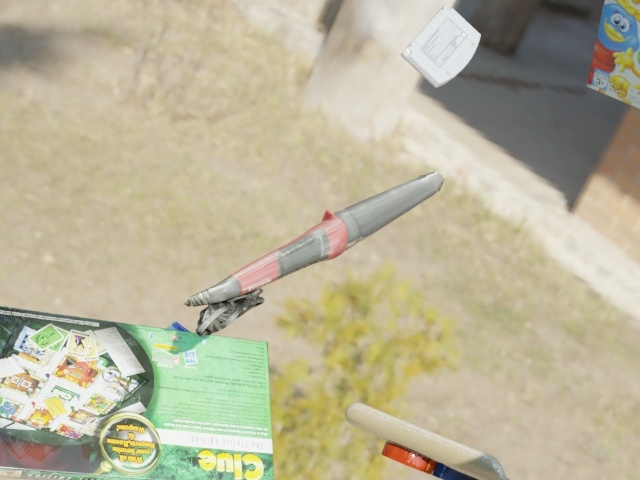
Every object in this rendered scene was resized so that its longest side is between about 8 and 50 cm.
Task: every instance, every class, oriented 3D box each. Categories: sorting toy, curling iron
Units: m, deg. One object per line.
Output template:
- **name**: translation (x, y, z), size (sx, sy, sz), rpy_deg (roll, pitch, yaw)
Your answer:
- **sorting toy**: translation (0.192, 0.270, 1.622), size (0.307, 0.041, 0.229), rpy_deg (18, -12, 38)
- **curling iron**: translation (0.000, 0.000, 1.129), size (0.274, 0.068, 0.035), rpy_deg (-32, 91, -37)

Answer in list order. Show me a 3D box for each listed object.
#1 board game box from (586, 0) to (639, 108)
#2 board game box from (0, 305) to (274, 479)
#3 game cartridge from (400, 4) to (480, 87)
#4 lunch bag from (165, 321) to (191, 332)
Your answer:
- **board game box**: translation (0.449, -0.310, 1.865), size (0.144, 0.275, 0.142), rpy_deg (27, 45, 25)
- **board game box**: translation (-0.159, 0.133, 1.213), size (0.260, 0.030, 0.136), rpy_deg (11, 61, -28)
- **game cartridge**: translation (0.120, -0.188, 1.451), size (0.056, 0.017, 0.083), rpy_deg (41, 58, -1)
- **lunch bag**: translation (-0.149, 0.170, 1.343), size (0.096, 0.151, 0.129), rpy_deg (27, 39, 11)
